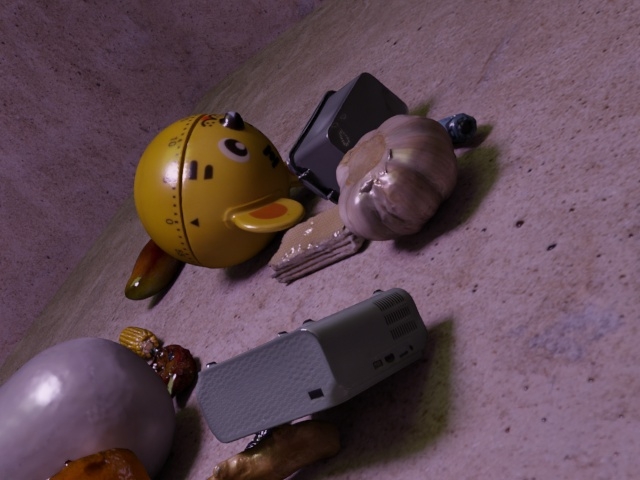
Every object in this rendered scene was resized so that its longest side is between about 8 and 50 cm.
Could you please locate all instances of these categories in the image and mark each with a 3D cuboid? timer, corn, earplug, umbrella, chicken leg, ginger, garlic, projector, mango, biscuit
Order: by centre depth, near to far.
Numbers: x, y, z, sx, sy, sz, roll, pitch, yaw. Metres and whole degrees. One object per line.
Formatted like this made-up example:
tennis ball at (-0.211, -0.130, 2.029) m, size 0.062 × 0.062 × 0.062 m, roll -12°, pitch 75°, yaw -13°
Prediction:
projector at (-0.013, 0.157, 1.053) m, size 0.250 × 0.108 × 0.198 m, roll -30°, pitch -8°, yaw 41°
ginger at (-0.100, 0.321, 1.079) m, size 0.299 × 0.118 × 0.065 m, roll -36°, pitch 43°, yaw 12°
umbrella at (-0.089, 0.298, 1.176) m, size 0.144 × 0.037 × 0.040 m, roll -59°, pitch -6°, yaw -29°
garlic at (0.126, -0.096, 1.291) m, size 0.228 × 0.152 × 0.228 m, roll -34°, pitch 31°, yaw 25°
earplug at (-0.439, 0.361, 1.398) m, size 0.394 × 0.312 × 0.312 m, roll -44°, pitch 20°, yaw 3°
umbrella at (0.199, -0.189, 1.448) m, size 0.053 × 0.052 × 0.250 m, roll -50°, pitch 15°, yaw -12°
biscuit at (0.000, 0.000, 1.503) m, size 0.239 × 0.062 × 0.108 m, roll -27°, pitch 29°, yaw 46°
chicken leg at (-0.300, 0.261, 1.637) m, size 0.105 × 0.063 × 0.234 m, roll -59°, pitch 23°, yaw -11°
timer at (-0.193, -0.112, 1.762) m, size 0.387 × 0.376 × 0.376 m, roll 0°, pitch 40°, yaw 16°
corn at (-0.437, 0.241, 1.945) m, size 0.068 × 0.068 × 0.207 m, roll -54°, pitch 22°, yaw -16°
mango at (-0.447, 0.067, 2.216) m, size 0.133 × 0.111 × 0.267 m, roll -12°, pitch 37°, yaw 34°

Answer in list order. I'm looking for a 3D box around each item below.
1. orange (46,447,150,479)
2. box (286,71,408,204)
orange at (-0.361, 0.439, 1.171) m, size 0.274 × 0.274 × 0.310 m, roll -165°, pitch 80°, yaw -68°
box at (0.061, -0.205, 1.587) m, size 0.135 × 0.163 × 0.243 m, roll -34°, pitch 22°, yaw 54°
